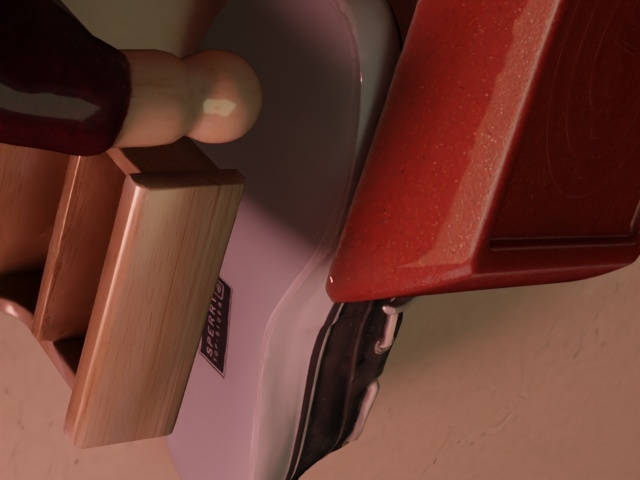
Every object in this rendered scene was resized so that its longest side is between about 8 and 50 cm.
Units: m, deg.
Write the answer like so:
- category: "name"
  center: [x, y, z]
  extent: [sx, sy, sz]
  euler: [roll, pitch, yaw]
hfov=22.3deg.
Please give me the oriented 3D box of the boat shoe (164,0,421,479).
- category: "boat shoe"
  center: [0.003, 0.003, 0.734]
  extent: [0.105, 0.113, 0.306]
  euler: [-21, 136, -33]

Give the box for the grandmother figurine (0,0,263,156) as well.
- category: "grandmother figurine"
  center: [-0.095, -0.111, 0.451]
  extent: [0.342, 0.208, 0.104]
  euler: [-35, 168, -32]

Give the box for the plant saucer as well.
- category: "plant saucer"
  center: [0.120, -0.090, 0.703]
  extent: [0.259, 0.048, 0.258]
  euler: [-1, 111, -60]

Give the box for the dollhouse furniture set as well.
- category: "dollhouse furniture set"
  center: [-0.176, -0.010, 0.544]
  extent: [0.242, 0.161, 0.212]
  euler: [-5, 125, -36]
